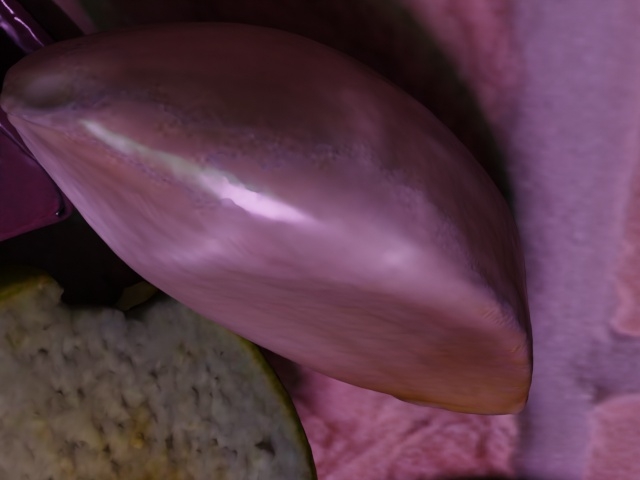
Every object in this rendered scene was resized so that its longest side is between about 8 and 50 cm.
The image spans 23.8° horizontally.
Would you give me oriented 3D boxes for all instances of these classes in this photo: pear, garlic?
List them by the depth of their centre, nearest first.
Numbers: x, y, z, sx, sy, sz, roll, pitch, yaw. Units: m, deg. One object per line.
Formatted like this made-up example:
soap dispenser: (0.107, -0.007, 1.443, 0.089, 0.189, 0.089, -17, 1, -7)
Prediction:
garlic: (0.007, -0.001, 0.612, 0.143, 0.112, 0.318, -5, 147, 31)
pear: (-0.170, 0.117, 0.739, 0.293, 0.159, 0.292, -6, 165, -2)

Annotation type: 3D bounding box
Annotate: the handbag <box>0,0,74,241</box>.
handbag: (-0.220, -0.065, 0.601, 0.216, 0.074, 0.203, -17, 135, 29)
